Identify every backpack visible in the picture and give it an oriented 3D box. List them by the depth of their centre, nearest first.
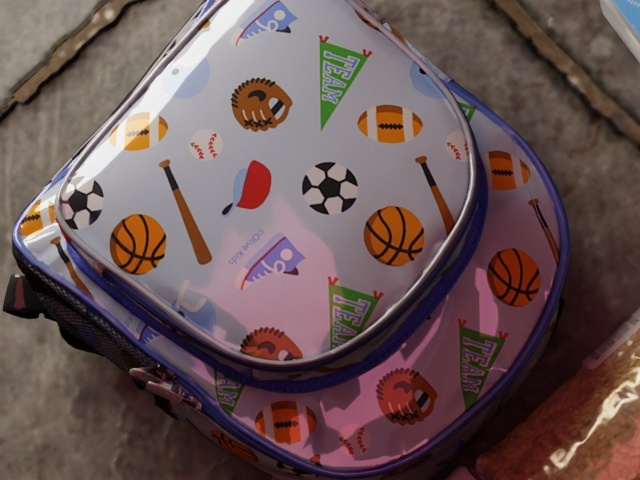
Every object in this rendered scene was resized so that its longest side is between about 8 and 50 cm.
[{"bbox_3d":[0.000,0.000,1.044,0.263,0.213,0.276,39,85,6],"label":"backpack"}]

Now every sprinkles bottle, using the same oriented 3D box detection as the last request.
[{"bbox_3d":[0.208,0.073,1.021,0.355,0.121,0.121,-43,74,0],"label":"sprinkles bottle"}]

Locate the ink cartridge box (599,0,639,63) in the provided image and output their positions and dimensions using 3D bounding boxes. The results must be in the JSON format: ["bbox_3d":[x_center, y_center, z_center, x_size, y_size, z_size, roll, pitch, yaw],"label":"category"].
[{"bbox_3d":[0.256,-0.150,1.090,0.180,0.060,0.104,-35,73,2],"label":"ink cartridge box"}]

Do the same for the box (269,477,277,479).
[{"bbox_3d":[-0.056,0.247,1.059,0.201,0.021,0.164,-32,76,-15],"label":"box"}]
